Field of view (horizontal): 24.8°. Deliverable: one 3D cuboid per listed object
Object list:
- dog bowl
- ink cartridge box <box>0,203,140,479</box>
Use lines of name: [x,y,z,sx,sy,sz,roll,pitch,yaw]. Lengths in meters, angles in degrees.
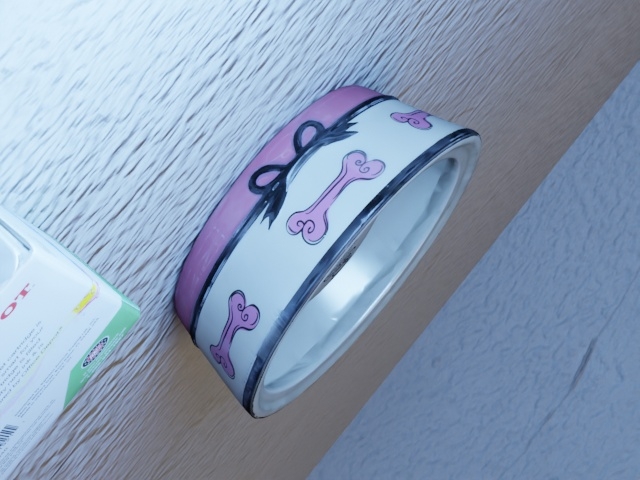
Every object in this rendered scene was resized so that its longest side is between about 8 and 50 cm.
dog bowl: [0.000,0.000,1.648,0.408,0.150,0.408,-48,167,-16]
ink cartridge box: [-0.264,0.074,1.039,0.201,0.117,0.278,-50,167,-4]
